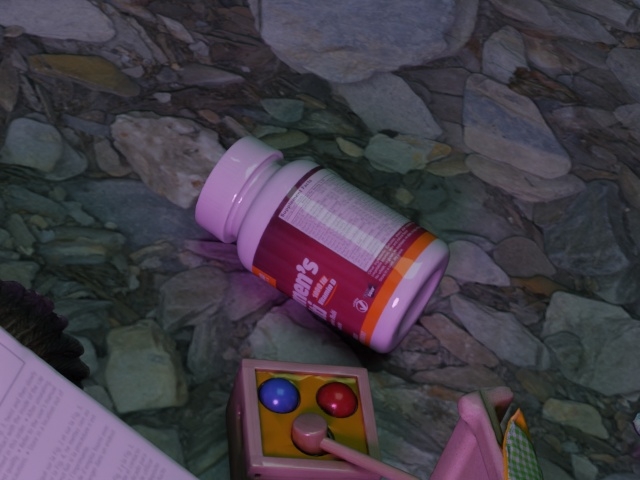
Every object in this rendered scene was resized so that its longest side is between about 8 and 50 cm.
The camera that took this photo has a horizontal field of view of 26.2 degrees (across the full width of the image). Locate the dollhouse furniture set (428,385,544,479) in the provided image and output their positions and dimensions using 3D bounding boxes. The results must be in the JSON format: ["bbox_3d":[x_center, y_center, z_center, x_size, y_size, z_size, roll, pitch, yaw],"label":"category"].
[{"bbox_3d":[0.143,0.259,0.935,0.151,0.301,0.197,2,45,-17],"label":"dollhouse furniture set"}]

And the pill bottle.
[{"bbox_3d":[0.000,0.000,1.282,0.221,0.121,0.121,32,44,13],"label":"pill bottle"}]

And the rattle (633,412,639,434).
[{"bbox_3d":[0.405,0.199,1.294,0.199,0.143,0.130,-25,24,-20],"label":"rattle"}]

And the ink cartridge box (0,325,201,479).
[{"bbox_3d":[-0.225,0.225,0.882,0.385,0.091,0.308,40,41,-16],"label":"ink cartridge box"}]

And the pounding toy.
[{"bbox_3d":[-0.001,0.167,1.124,0.130,0.100,0.141,6,44,-14],"label":"pounding toy"}]

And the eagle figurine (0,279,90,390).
[{"bbox_3d":[-0.340,0.123,0.987,0.298,0.226,0.225,17,22,5],"label":"eagle figurine"}]
